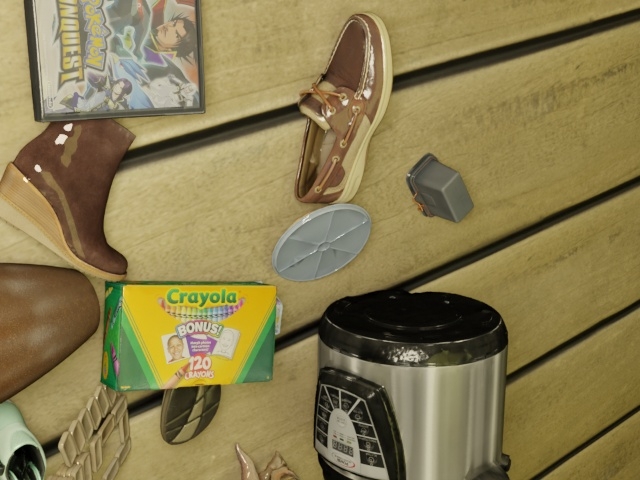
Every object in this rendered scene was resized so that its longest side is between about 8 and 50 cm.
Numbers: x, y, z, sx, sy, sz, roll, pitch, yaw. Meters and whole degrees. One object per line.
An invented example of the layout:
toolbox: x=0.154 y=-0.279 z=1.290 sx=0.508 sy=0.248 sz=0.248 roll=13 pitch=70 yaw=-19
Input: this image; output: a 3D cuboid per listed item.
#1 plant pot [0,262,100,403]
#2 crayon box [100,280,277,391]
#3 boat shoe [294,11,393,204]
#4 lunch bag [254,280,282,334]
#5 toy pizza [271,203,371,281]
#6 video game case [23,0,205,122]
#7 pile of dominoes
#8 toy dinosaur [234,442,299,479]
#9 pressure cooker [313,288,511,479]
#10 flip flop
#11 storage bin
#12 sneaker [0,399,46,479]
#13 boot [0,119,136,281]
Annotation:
plant pot: x=-0.434 y=0.117 z=1.166 sx=0.230 sy=0.215 sz=0.215 roll=-18 pitch=122 yaw=-50
crayon box: x=-0.211 y=0.150 z=1.365 sx=0.279 sy=0.081 sz=0.165 roll=2 pitch=92 yaw=-34
boat shoe: x=0.025 y=-0.220 z=1.427 sx=0.123 sy=0.123 sz=0.341 roll=-5 pitch=120 yaw=-40
lunch bag: x=-0.106 y=0.122 z=1.513 sx=0.053 sy=0.071 sz=0.083 roll=-5 pitch=116 yaw=-34
toy pizza: x=0.000 y=0.000 z=1.535 sx=0.201 sy=0.032 sz=0.201 roll=-20 pitch=145 yaw=-15
video game case: x=-0.278 y=-0.306 z=1.147 sx=0.248 sy=0.035 sz=0.274 roll=-10 pitch=104 yaw=-37
pile of dominoes: x=-0.369 y=0.327 z=1.332 sx=0.040 sy=0.251 sz=0.195 roll=4 pitch=113 yaw=7
toy dinosaur: x=-0.118 y=0.548 z=1.682 sx=0.200 sy=0.127 sz=0.295 roll=-38 pitch=125 yaw=-11
pressure cooker: x=0.176 y=0.333 z=1.609 sx=0.376 sy=0.370 sz=0.420 roll=1 pitch=104 yaw=2
flip flop: x=-0.241 y=0.215 z=1.449 sx=0.112 sy=0.080 sz=0.276 roll=-8 pitch=100 yaw=-38
storage bin: x=0.243 y=-0.095 z=1.687 sx=0.098 sy=0.091 sz=0.135 roll=-45 pitch=132 yaw=-14
sneaker: x=-0.481 y=0.382 z=1.270 sx=0.094 sy=0.151 sz=0.255 roll=-9 pitch=117 yaw=-39
boot: x=-0.328 y=-0.069 z=1.219 sx=0.206 sy=0.090 sz=0.248 roll=-53 pitch=130 yaw=-4
